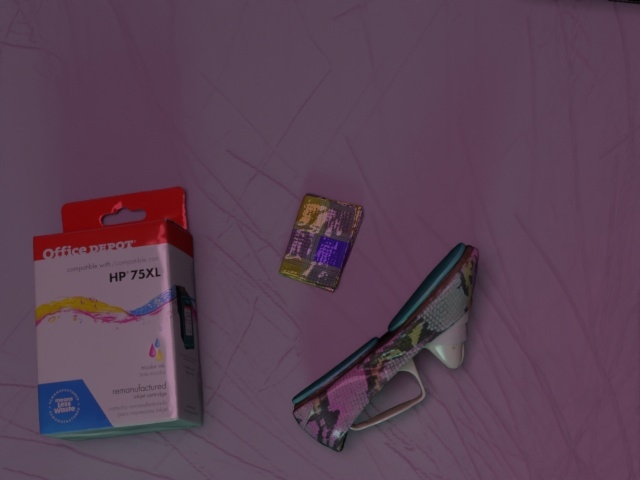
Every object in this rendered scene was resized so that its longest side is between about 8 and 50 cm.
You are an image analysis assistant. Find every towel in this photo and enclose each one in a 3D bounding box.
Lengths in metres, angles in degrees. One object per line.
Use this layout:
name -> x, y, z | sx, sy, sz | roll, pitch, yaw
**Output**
towel -> 0.000, 0.000, 1.310 | 0.060, 0.009, 0.083 | 18, 83, 15

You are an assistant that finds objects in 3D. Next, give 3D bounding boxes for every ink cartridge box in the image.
ink cartridge box -> -0.187, 0.061, 1.306 | 0.134, 0.078, 0.231 | -8, 77, 11

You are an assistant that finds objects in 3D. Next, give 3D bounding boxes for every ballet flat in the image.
ballet flat -> 0.073, 0.100, 1.247 | 0.221, 0.077, 0.079 | -44, 91, 7

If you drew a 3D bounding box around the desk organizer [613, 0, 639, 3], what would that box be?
desk organizer -> 0.243, -0.249, 1.285 | 0.130, 0.047, 0.050 | 9, 83, 15
